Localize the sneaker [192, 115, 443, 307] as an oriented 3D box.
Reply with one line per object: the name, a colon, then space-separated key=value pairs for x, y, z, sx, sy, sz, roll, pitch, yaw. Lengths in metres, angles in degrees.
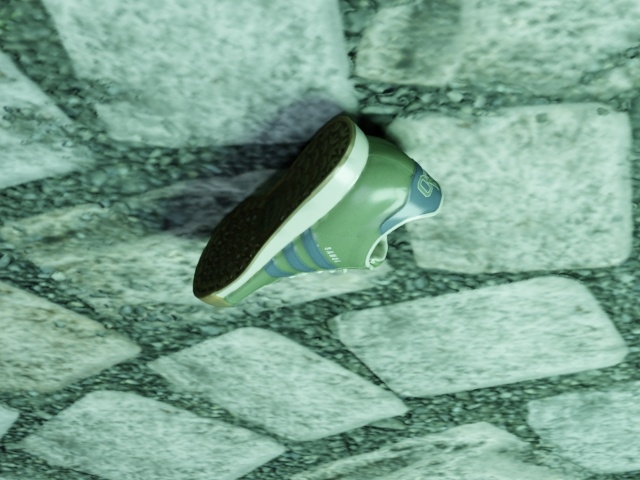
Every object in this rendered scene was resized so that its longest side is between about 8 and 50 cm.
sneaker: x=0.000 y=0.000 z=0.943 sx=0.086 sy=0.064 sz=0.192 roll=23 pitch=141 yaw=-23
